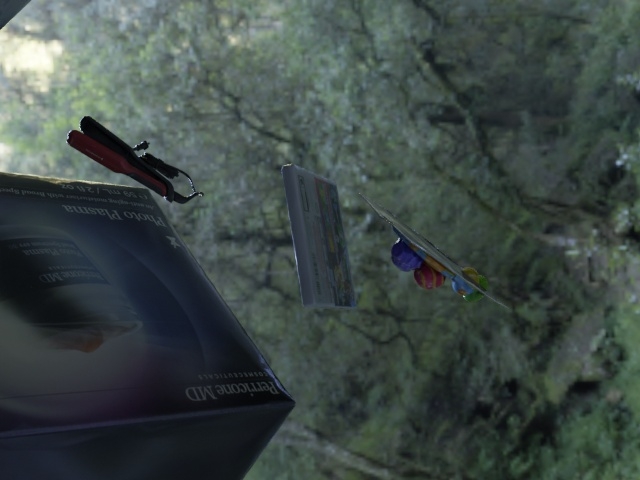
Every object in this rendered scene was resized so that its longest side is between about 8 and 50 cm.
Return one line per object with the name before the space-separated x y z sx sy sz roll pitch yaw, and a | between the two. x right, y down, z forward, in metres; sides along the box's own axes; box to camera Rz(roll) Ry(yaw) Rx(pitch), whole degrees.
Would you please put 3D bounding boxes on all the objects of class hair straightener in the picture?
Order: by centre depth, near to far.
hair straightener | -0.286 -0.134 1.549 0.047 0.230 0.089 -57 7 47

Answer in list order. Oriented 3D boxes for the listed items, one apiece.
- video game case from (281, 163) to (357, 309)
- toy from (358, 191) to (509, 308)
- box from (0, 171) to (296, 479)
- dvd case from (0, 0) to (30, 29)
video game case | 0.000 0.000 1.406 0.183 0.023 0.201 14 -115 -69
toy | 0.144 0.032 1.314 0.056 0.237 0.137 -54 41 9
box | -0.230 0.096 0.804 0.294 0.296 0.183 52 120 31
dvd case | -0.166 -0.201 0.590 0.022 0.253 0.180 46 176 -8
